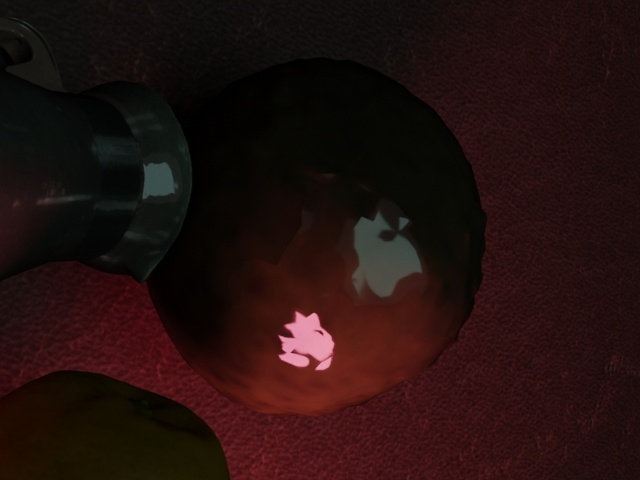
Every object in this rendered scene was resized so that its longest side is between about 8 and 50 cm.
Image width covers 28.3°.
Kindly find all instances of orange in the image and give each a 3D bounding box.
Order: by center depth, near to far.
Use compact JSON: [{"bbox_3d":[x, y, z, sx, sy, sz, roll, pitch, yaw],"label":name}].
[{"bbox_3d":[-0.207,0.239,1.127,0.279,0.279,0.235,9,110,-47],"label":"orange"}]

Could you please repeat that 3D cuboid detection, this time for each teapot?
[{"bbox_3d":[-0.314,-0.079,1.154,0.344,0.253,0.300,-1,65,-53],"label":"teapot"}]

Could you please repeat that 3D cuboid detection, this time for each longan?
[{"bbox_3d":[0.000,0.000,1.369,0.391,0.391,0.391,-9,102,-46],"label":"longan"}]
